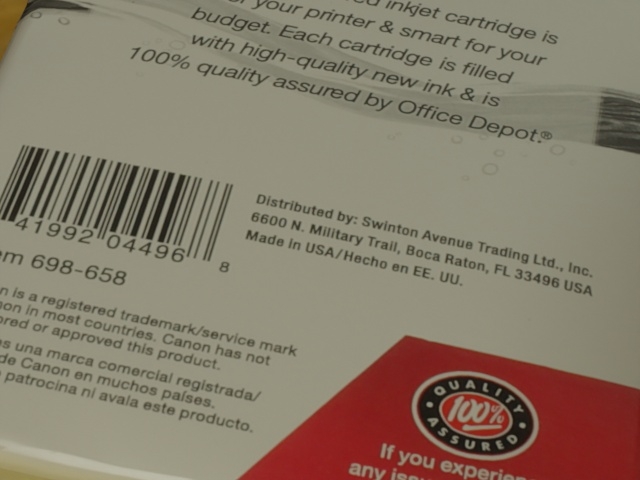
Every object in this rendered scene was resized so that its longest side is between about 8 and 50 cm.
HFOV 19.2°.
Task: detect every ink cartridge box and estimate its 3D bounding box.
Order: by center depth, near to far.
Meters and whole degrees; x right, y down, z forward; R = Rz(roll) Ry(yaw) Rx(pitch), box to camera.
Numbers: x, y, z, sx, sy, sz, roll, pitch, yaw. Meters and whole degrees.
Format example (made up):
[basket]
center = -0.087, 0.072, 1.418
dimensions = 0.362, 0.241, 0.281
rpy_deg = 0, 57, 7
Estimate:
[ink cartridge box]
center = 0.000, 0.000, 0.569
dimensions = 0.197, 0.114, 0.273
rpy_deg = 12, 49, 3
